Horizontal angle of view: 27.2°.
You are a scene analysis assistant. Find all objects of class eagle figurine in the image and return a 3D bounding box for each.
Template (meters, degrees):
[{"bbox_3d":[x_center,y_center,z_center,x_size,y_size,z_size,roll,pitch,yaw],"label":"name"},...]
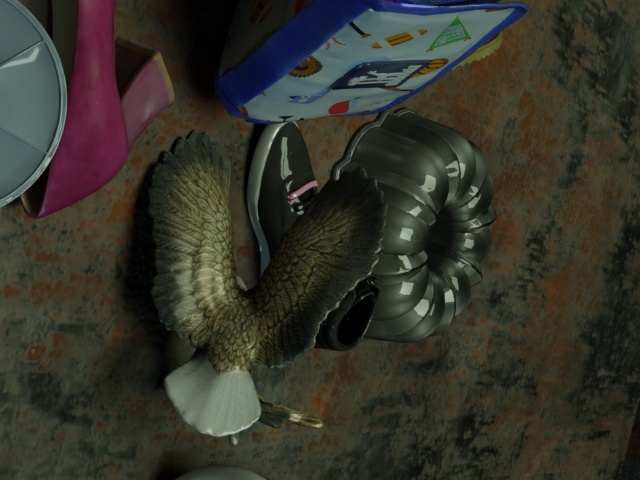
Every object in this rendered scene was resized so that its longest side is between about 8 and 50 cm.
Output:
[{"bbox_3d":[-0.082,0.052,1.428,0.226,0.225,0.298,-2,115,-46],"label":"eagle figurine"}]

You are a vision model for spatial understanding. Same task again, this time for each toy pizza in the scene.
[{"bbox_3d":[-0.309,-0.117,1.082,0.201,0.032,0.201,-2,94,-24],"label":"toy pizza"}]

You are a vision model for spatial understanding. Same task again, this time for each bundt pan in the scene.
[{"bbox_3d":[0.133,-0.008,1.781,0.331,0.124,0.330,-29,126,-50],"label":"bundt pan"}]

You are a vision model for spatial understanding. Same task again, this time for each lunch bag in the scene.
[{"bbox_3d":[0.083,-0.288,1.369,0.239,0.328,0.385,49,57,-8],"label":"lunch bag"}]

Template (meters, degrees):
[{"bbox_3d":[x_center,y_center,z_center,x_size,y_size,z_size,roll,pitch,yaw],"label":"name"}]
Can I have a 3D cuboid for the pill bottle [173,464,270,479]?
[{"bbox_3d":[-0.052,0.412,1.583,0.363,0.210,0.210,44,65,-54],"label":"pill bottle"}]

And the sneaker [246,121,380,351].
[{"bbox_3d":[0.000,0.000,1.559,0.104,0.147,0.295,-28,124,-47],"label":"sneaker"}]

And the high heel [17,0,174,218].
[{"bbox_3d":[-0.252,-0.191,1.128,0.181,0.127,0.377,-50,136,-24],"label":"high heel"}]

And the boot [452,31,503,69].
[{"bbox_3d":[0.161,-0.360,1.718,0.236,0.089,0.269,-35,129,-46],"label":"boot"}]
